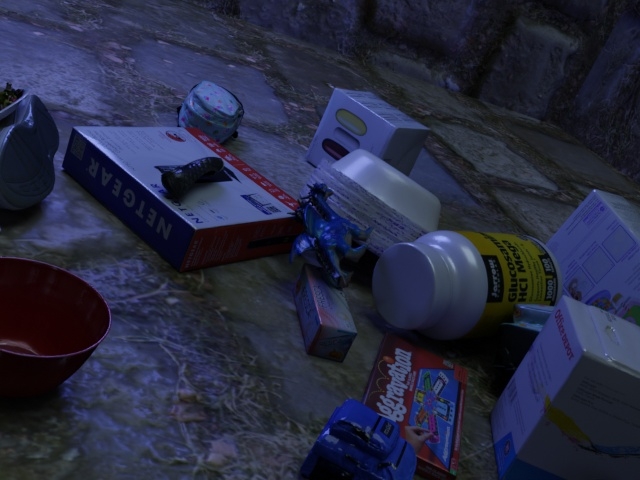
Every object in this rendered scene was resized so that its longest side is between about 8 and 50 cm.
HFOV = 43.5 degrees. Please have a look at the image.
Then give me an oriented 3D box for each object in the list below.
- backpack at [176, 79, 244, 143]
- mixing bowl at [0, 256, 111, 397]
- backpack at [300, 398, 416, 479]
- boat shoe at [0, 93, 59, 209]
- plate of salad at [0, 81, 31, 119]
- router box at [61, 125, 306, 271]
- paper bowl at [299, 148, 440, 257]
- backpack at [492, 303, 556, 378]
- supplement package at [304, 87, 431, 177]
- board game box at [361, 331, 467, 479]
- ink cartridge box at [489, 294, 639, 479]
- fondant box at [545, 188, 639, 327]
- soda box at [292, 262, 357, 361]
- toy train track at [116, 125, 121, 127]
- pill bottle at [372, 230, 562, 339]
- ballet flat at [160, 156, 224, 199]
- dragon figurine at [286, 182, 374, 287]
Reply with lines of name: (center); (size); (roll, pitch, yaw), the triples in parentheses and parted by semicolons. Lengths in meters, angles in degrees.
backpack: (-0.247, -0.281, 1.771); (0.152, 0.115, 0.182); (25, 26, -6)
mixing bowl: (-0.333, 0.107, 0.882); (0.182, 0.098, 0.181); (21, 23, -10)
backpack: (0.053, 0.255, 0.939); (0.120, 0.101, 0.098); (31, 31, 7)
boat shoe: (-0.487, -0.132, 1.255); (0.103, 0.118, 0.320); (-23, 34, 3)
plate of salad: (-0.551, -0.201, 1.259); (0.200, 0.048, 0.200); (-20, 25, 10)
router box: (-0.229, -0.086, 1.413); (0.335, 0.082, 0.301); (37, 26, 27)
paper bowl: (0.113, -0.066, 1.527); (0.284, 0.148, 0.284); (33, 6, -4)
backpack: (0.390, 0.182, 1.321); (0.166, 0.144, 0.188); (5, -17, 36)
supplement package: (0.109, -0.226, 1.892); (0.203, 0.194, 0.149); (38, 26, 31)
board game box: (0.136, 0.232, 1.157); (0.145, 0.027, 0.281); (24, 23, 3)
ink cartridge box: (0.369, 0.233, 1.116); (0.168, 0.232, 0.171); (23, 24, -2)
fondant box: (0.552, 0.102, 1.496); (0.096, 0.238, 0.330); (10, 38, -34)
soda box: (0.004, 0.109, 1.253); (0.063, 0.058, 0.183); (16, 25, -18)
toy train track: (-0.376, -0.218, 1.638); (0.083, 0.014, 0.048); (21, 23, -6)
pill bottle: (0.255, 0.077, 1.396); (0.334, 0.187, 0.188); (1, 32, -42)
ballet flat: (-0.209, -0.105, 1.326); (0.049, 0.058, 0.173); (66, 26, -7)
dragon figurine: (0.000, 0.000, 1.291); (0.144, 0.085, 0.289); (24, 29, 0)
